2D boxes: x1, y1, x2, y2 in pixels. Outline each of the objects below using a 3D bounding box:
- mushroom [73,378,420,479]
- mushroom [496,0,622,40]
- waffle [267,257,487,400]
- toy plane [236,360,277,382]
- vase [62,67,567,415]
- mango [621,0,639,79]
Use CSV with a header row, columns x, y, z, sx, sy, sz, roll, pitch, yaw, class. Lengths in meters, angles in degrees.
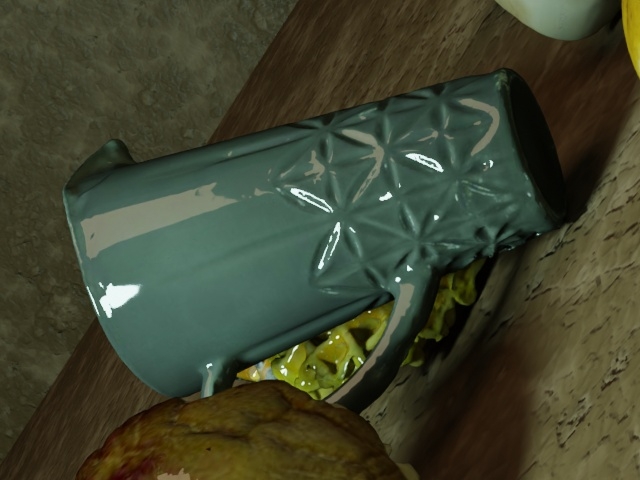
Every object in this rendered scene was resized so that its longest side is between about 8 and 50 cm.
x,y,z,sx,sy,sz,roll,pitch,yaw,class
-0.024,0.166,0.875,0.233,0.208,0.302,-11,19,18,mushroom
0.170,-0.272,0.970,0.290,0.292,0.292,78,-146,-62,mushroom
0.042,0.026,1.063,0.149,0.051,0.194,8,61,53,waffle
-0.022,0.075,1.243,0.204,0.103,0.316,-60,18,11,toy plane
0.000,0.000,0.977,0.301,0.156,0.251,-20,64,21,vase
0.222,-0.181,0.744,0.252,0.126,0.154,-65,22,8,mango
